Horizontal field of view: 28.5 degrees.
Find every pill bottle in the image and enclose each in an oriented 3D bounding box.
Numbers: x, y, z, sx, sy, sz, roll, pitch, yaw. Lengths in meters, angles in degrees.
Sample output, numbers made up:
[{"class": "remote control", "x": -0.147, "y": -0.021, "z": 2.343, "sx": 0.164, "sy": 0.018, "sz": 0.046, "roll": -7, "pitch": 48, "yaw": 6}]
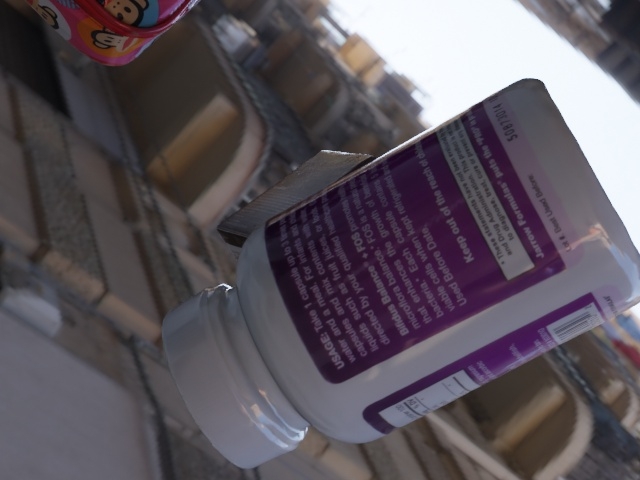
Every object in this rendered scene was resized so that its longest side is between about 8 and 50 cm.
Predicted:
[{"class": "pill bottle", "x": 0.051, "y": 0.032, "z": 0.847, "sx": 0.301, "sy": 0.169, "sz": 0.169, "roll": -29, "pitch": -143, "yaw": 11}]

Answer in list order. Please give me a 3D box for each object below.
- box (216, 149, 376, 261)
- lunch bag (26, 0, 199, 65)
[{"class": "box", "x": 0.000, "y": 0.000, "z": 1.744, "sx": 0.203, "sy": 0.168, "sz": 0.167, "roll": -37, "pitch": -160, "yaw": -17}, {"class": "lunch bag", "x": -0.167, "y": -0.323, "z": 1.066, "sx": 0.293, "sy": 0.258, "sz": 0.120, "roll": -51, "pitch": -169, "yaw": -25}]
